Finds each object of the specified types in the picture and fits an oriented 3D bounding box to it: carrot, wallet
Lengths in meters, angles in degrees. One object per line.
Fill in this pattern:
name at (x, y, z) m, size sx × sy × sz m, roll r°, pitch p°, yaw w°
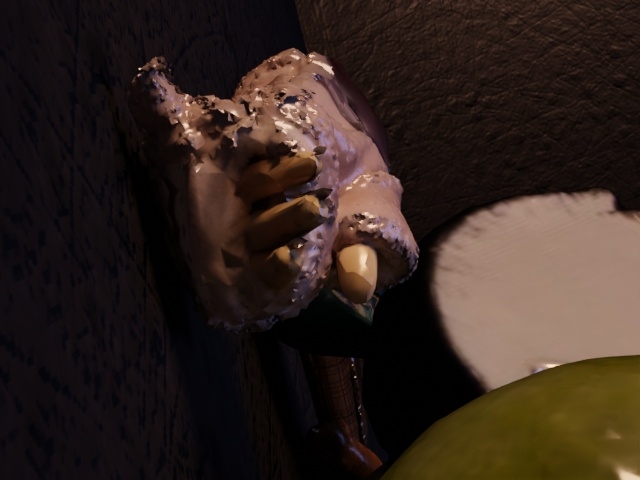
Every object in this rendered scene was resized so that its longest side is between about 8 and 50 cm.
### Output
carrot at (0.036, 0.196, 0.951) m, size 0.059 × 0.059 × 0.248 m, roll -100°, pitch 172°, yaw -48°
wallet at (-0.001, 0.034, 1.039) m, size 0.124 × 0.042 × 0.230 m, roll -88°, pitch 163°, yaw -66°

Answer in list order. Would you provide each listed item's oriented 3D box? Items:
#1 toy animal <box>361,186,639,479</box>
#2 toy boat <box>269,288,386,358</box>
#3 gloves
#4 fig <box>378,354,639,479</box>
toy animal at (0.128, 0.152, 0.797) m, size 0.251 × 0.251 × 0.310 m, roll -99°, pitch -163°, yaw -55°
toy boat at (0.000, 0.000, 0.805) m, size 0.175 × 0.091 × 0.110 m, roll 53°, pitch 42°, yaw -69°
gloves at (-0.019, -0.022, 0.554) m, size 0.110 × 0.094 × 0.144 m, roll 68°, pitch 23°, yaw 1°
fig at (0.119, 0.208, 0.519) m, size 0.316 × 0.316 × 0.316 m, roll -13°, pitch 90°, yaw -87°
